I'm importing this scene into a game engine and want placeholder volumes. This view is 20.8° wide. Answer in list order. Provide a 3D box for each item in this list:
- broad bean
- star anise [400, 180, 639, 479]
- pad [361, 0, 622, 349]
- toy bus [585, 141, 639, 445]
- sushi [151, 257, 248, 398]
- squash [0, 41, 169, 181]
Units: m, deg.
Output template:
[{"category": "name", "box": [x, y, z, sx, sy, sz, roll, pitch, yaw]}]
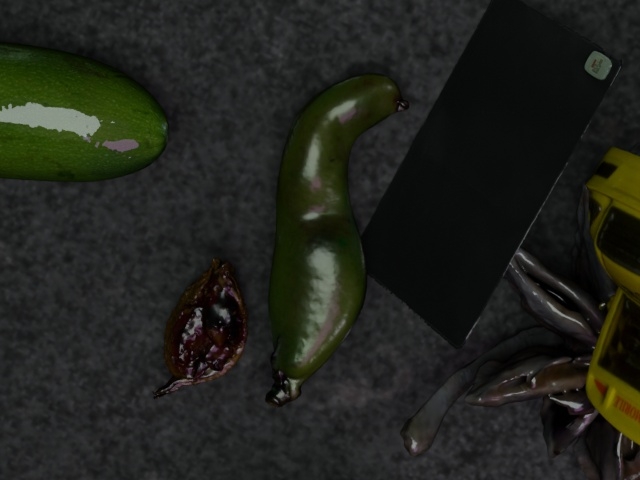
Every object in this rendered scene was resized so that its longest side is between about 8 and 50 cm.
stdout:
[{"category": "broad bean", "box": [0.000, 0.000, 1.062, 0.070, 0.048, 0.214, 14, 101, 0]}, {"category": "star anise", "box": [0.166, 0.069, 1.052, 0.231, 0.089, 0.209, 5, 92, -5]}, {"category": "pad", "box": [0.094, -0.044, 1.027, 0.004, 0.116, 0.193, 15, 108, -43]}, {"category": "toy bus", "box": [0.263, 0.080, 0.960, 0.330, 0.144, 0.152, 33, 92, -32]}, {"category": "sushi", "box": [-0.070, 0.056, 1.078, 0.050, 0.047, 0.099, 16, 105, -5]}, {"category": "squash", "box": [-0.234, -0.080, 1.033, 0.292, 0.082, 0.082, 3, 103, 2]}]
